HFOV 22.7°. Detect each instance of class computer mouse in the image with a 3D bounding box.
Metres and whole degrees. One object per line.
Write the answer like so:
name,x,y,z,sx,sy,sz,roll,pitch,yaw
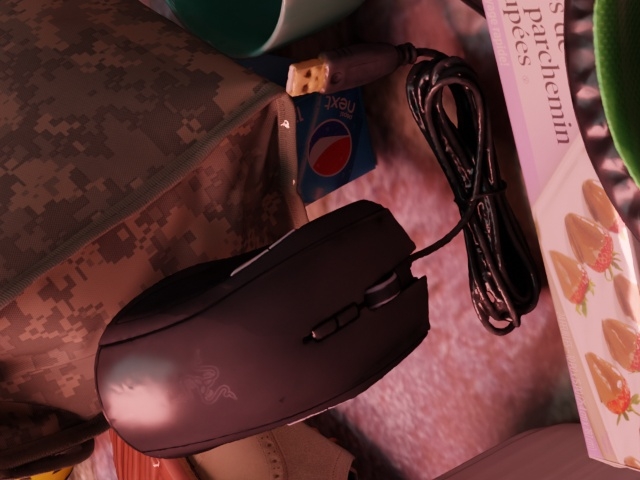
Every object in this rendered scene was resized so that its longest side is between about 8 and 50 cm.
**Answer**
computer mouse,0.000,0.000,0.824,0.060,0.262,0.184,13,119,65

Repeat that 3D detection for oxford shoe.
oxford shoe,-0.057,0.171,1.139,0.140,0.146,0.397,97,153,-43

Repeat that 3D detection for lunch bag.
lunch bag,-0.181,-0.005,0.891,0.235,0.287,0.169,34,150,34

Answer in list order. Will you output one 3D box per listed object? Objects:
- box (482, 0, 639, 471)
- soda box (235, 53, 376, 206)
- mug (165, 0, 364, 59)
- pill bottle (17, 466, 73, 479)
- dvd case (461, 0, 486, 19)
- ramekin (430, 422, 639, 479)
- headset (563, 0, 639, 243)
box,0.136,-0.044,0.749,0.063,0.067,0.324,8,120,51
soda box,-0.063,-0.080,1.021,0.210,0.071,0.067,18,128,46
mug,-0.033,-0.186,0.885,0.158,0.097,0.129,55,146,13
pill bottle,-0.253,0.136,1.378,0.119,0.119,0.208,51,145,18
dvd case,0.160,-0.132,0.734,0.253,0.022,0.180,42,142,28
ramekin,0.147,0.238,0.900,0.277,0.135,0.277,31,134,38
headset,0.197,-0.133,0.528,0.243,0.185,0.394,32,123,33
